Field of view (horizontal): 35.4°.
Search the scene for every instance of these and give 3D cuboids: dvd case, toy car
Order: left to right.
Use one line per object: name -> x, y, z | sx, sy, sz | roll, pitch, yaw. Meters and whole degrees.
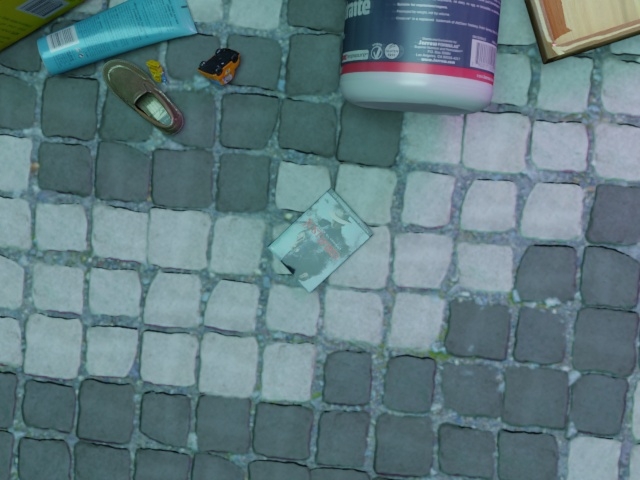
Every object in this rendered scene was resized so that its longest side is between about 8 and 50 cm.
toy car -> -0.168, -0.233, 1.356 | 0.122, 0.060, 0.040 | 9, 138, 22
dvd case -> 0.000, 0.000, 1.351 | 0.119, 0.013, 0.087 | -42, 88, 6

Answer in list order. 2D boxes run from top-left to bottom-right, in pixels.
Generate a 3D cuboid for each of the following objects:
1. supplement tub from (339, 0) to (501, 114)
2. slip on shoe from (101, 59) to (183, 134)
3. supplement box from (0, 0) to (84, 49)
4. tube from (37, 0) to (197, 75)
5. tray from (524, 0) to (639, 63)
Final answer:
supplement tub -> 0.127, -0.298, 1.234 | 0.191, 0.191, 0.272 | 5, 93, 6
slip on shoe -> -0.242, -0.195, 1.353 | 0.051, 0.041, 0.135 | -44, 88, 6
supplement box -> -0.499, -0.337, 1.290 | 0.357, 0.195, 0.194 | -28, 90, 10
tube -> -0.276, -0.282, 1.352 | 0.207, 0.052, 0.080 | -20, 95, 2
tray -> 0.323, -0.452, 1.266 | 0.203, 0.076, 0.411 | -17, 90, 7
